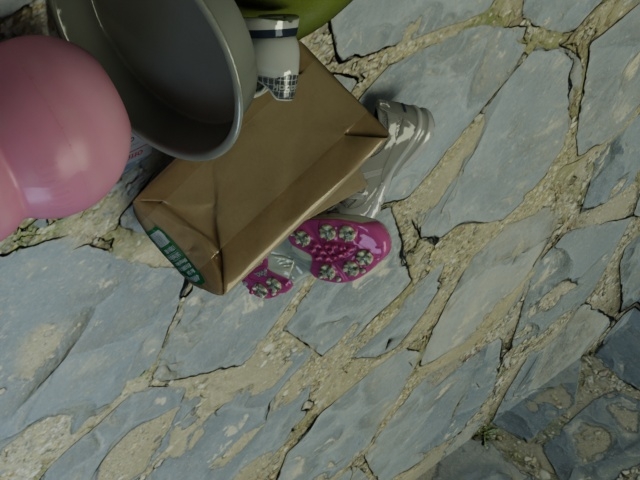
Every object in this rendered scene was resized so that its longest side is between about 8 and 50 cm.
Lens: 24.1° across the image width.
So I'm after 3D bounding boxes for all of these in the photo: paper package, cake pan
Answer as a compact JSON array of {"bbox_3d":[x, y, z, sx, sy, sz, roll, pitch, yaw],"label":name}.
[{"bbox_3d":[-0.091,-0.085,1.957,0.309,0.168,0.325,-45,-174,-6],"label":"paper package"},{"bbox_3d":[-0.179,-0.222,1.631,0.054,0.293,0.293,-41,155,-32],"label":"cake pan"}]

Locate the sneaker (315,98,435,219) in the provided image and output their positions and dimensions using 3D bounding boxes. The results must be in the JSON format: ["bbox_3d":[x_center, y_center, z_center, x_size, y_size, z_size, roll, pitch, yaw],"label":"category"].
[{"bbox_3d":[0.060,-0.120,2.417,0.115,0.105,0.281,23,115,-28],"label":"sneaker"}]

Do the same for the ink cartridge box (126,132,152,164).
[{"bbox_3d":[-0.263,-0.150,1.855,0.115,0.067,0.198,-28,148,-36],"label":"ink cartridge box"}]

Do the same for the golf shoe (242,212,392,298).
[{"bbox_3d":[0.000,0.000,2.319,0.306,0.115,0.140,-12,-158,42],"label":"golf shoe"}]

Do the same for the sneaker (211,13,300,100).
[{"bbox_3d":[-0.113,-0.203,1.688,0.090,0.235,0.095,-15,105,-38],"label":"sneaker"}]

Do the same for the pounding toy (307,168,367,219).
[{"bbox_3d":[-0.070,-0.063,2.249,0.206,0.094,0.181,-29,-175,-34],"label":"pounding toy"}]

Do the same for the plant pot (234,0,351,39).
[{"bbox_3d":[-0.045,-0.353,1.739,0.275,0.275,0.293,-39,170,-20],"label":"plant pot"}]

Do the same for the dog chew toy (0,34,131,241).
[{"bbox_3d":[-0.375,-0.085,1.632,0.332,0.206,0.206,-31,150,-18],"label":"dog chew toy"}]
